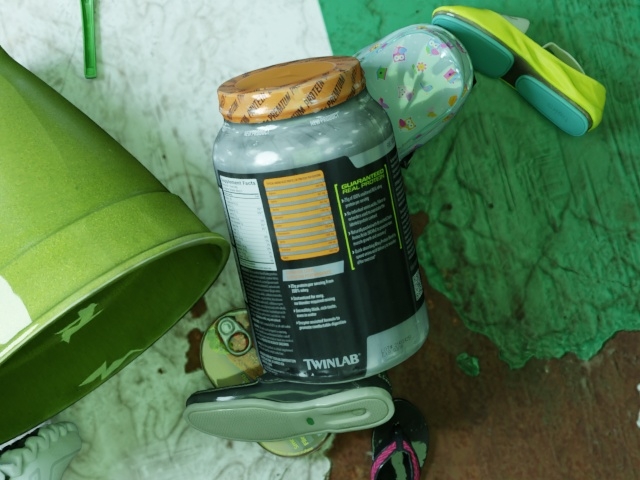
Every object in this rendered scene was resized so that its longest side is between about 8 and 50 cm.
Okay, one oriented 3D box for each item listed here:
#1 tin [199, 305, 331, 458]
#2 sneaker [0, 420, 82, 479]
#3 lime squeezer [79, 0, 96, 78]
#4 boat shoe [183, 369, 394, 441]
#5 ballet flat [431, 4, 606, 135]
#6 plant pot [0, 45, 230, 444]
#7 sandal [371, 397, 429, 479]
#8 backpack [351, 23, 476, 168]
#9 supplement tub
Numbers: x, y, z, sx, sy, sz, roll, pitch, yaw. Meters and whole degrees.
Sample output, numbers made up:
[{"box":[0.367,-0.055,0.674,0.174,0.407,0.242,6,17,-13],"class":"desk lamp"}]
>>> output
[{"box":[-0.060,0.161,1.674,0.106,0.040,0.189,-37,91,-8],"class":"tin"},{"box":[-0.336,0.293,1.550,0.110,0.292,0.118,-32,98,33],"class":"sneaker"},{"box":[-0.264,-0.344,1.649,0.059,0.110,0.310,-11,120,-20],"class":"lime squeezer"},{"box":[-0.036,0.173,1.632,0.233,0.084,0.079,-7,51,3],"class":"boat shoe"},{"box":[0.234,-0.211,1.691,0.231,0.077,0.077,36,66,-4],"class":"ballet flat"},{"box":[-0.345,-0.022,1.528,0.366,0.366,0.353,-37,80,-4],"class":"plant pot"},{"box":[0.085,0.271,1.677,0.067,0.040,0.179,12,88,-3],"class":"sandal"},{"box":[0.089,-0.161,1.640,0.182,0.115,0.152,-35,97,13],"class":"backpack"},{"box":[-0.003,-0.024,1.547,0.194,0.193,0.316,-12,107,-4],"class":"supplement tub"}]
